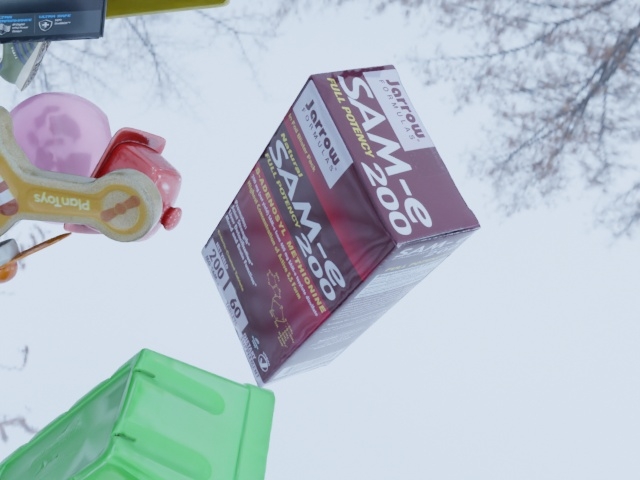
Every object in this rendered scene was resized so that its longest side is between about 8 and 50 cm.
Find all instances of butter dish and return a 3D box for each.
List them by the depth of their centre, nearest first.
[{"bbox_3d":[-0.238,-0.055,1.191,0.118,0.160,0.160,33,-84,10],"label":"butter dish"}]

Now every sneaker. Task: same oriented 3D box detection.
[{"bbox_3d":[-0.518,-0.355,1.553,0.086,0.192,0.064,32,-150,-11],"label":"sneaker"}]

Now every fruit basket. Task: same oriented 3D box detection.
[{"bbox_3d":[-0.174,0.358,1.018,0.392,0.392,0.283,8,-146,-2],"label":"fruit basket"}]

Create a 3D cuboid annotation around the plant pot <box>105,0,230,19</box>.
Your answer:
[{"bbox_3d":[-0.225,-0.428,1.121,0.212,0.212,0.187,-1,-121,21],"label":"plant pot"}]

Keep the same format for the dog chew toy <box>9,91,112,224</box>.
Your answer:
[{"bbox_3d":[-0.481,-0.111,1.361,0.331,0.207,0.207,-11,-129,-11],"label":"dog chew toy"}]

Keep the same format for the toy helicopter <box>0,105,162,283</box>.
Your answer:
[{"bbox_3d":[-0.355,-0.040,1.044,0.355,0.235,0.140,7,-160,12],"label":"toy helicopter"}]

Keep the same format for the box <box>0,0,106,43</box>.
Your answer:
[{"bbox_3d":[-0.337,-0.293,0.944,0.220,0.175,0.051,-9,-129,-27],"label":"box"}]

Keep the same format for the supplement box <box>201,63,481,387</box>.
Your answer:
[{"bbox_3d":[0.000,0.000,0.642,0.073,0.239,0.130,-13,-112,-33],"label":"supplement box"}]
